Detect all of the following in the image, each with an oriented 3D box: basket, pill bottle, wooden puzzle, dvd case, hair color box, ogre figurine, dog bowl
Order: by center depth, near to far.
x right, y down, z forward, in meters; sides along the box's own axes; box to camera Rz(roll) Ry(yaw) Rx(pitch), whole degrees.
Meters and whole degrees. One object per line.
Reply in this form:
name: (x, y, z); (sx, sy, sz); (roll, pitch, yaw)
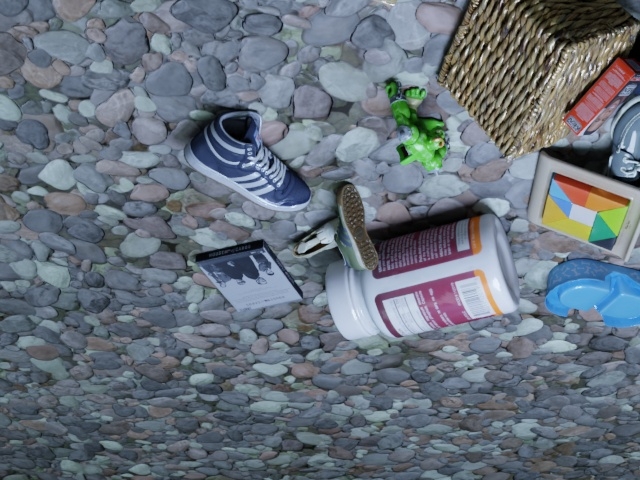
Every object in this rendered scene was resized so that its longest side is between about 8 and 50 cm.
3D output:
hair color box: (0.481, -0.242, 1.561); (0.072, 0.043, 0.141); (-12, 147, -50)
basket: (0.377, -0.327, 1.594); (0.213, 0.223, 0.299); (-23, 153, -27)
ogre figurine: (0.187, -0.201, 1.749); (0.096, 0.118, 0.197); (-9, 143, 13)
wooden puzzle: (0.538, -0.062, 1.893); (0.238, 0.044, 0.221); (27, 151, 21)
pill bottle: (0.225, 0.092, 2.061); (0.392, 0.224, 0.224); (-15, 141, 21)
dog bowl: (0.677, 0.123, 2.221); (0.297, 0.074, 0.166); (12, 143, -16)
dvd case: (-0.168, 0.091, 2.233); (0.179, 0.030, 0.239); (-12, 142, 17)

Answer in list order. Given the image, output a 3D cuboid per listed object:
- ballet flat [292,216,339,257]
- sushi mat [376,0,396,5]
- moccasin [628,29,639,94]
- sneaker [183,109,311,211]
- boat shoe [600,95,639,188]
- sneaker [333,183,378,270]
ballet flat: (0.000, 0.000, 2.073); (0.052, 0.057, 0.168); (-13, 163, -49)
sushi mat: (0.001, -0.469, 1.469); (0.316, 0.019, 0.151); (12, 141, -15)
moccasin: (0.584, -0.354, 1.518); (0.116, 0.138, 0.342); (12, 142, -7)
sneaker: (-0.115, -0.157, 1.833); (0.282, 0.099, 0.153); (23, 140, -23)
boat shoe: (0.623, -0.153, 1.820); (0.116, 0.099, 0.319); (1, 144, 0)
sneaker: (0.056, -0.023, 1.989); (0.086, 0.064, 0.192); (-6, 106, 50)
